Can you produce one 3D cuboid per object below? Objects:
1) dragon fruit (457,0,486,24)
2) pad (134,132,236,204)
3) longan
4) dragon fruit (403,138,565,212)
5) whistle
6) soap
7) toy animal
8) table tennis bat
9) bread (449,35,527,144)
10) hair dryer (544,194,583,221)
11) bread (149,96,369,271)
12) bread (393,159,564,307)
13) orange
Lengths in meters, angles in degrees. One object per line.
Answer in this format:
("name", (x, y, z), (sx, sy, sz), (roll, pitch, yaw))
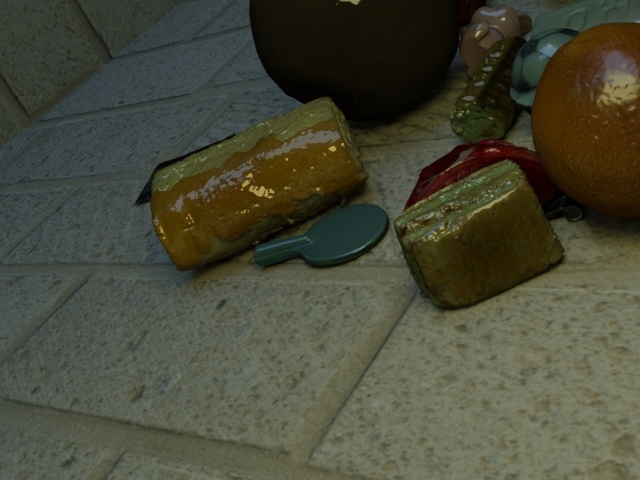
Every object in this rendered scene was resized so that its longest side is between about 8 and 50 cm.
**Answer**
("dragon fruit", (0.283, -0.554, 2.082), (0.172, 0.172, 0.209), (-29, 36, 1))
("pad", (-0.298, -0.158, 2.125), (0.233, 0.022, 0.174), (-19, 30, 23))
("longan", (0.067, -0.419, 1.794), (0.404, 0.435, 0.404), (-4, 48, 5))
("dragon fruit", (0.216, -0.070, 1.347), (0.262, 0.189, 0.163), (-30, 54, 7))
("whistle", (0.390, -0.247, 1.473), (0.163, 0.163, 0.290), (-34, 29, -9))
("soap", (0.507, -0.353, 1.600), (0.290, 0.095, 0.172), (-12, 32, 30))
("toy animal", (0.340, -0.415, 1.845), (0.124, 0.124, 0.212), (-7, 38, 36))
("table tennis bat", (0.000, 0.000, 1.555), (0.237, 0.038, 0.149), (-15, 32, 18))
("bread", (0.310, -0.269, 1.655), (0.098, 0.087, 0.269), (-8, 35, 37))
("hair dryer", (0.326, -0.040, 1.324), (0.083, 0.026, 0.047), (-22, 25, 30))
("bread", (-0.107, -0.099, 1.681), (0.376, 0.165, 0.236), (-25, 30, 5))
("bread", (0.204, -0.002, 1.251), (0.196, 0.138, 0.102), (-25, 23, 5))
("orange", (0.391, -0.156, 1.205), (0.264, 0.264, 0.264), (-23, 28, 13))
